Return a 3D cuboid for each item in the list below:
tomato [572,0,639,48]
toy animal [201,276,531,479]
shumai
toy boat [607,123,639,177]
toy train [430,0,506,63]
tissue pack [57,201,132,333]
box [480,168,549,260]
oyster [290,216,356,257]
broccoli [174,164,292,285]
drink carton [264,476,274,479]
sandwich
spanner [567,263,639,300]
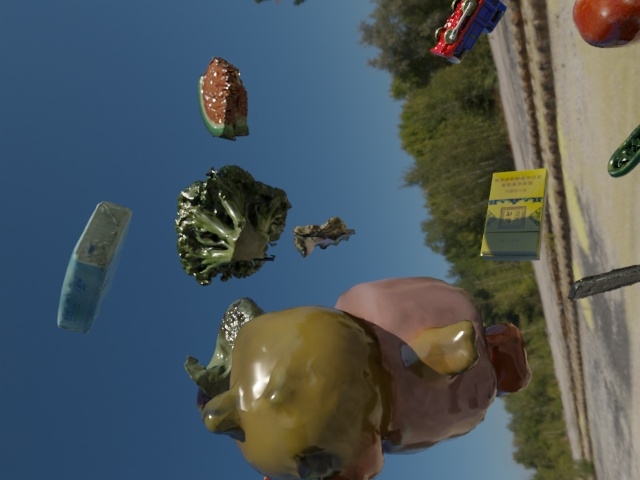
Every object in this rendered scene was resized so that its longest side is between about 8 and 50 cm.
[{"bbox_3d":[0.756,-0.578,1.186,0.232,0.231,0.189,-11,-89,-69],"label":"tomato"},{"bbox_3d":[0.037,0.121,0.425,0.281,0.195,0.169,-14,-116,-33],"label":"toy animal"},{"bbox_3d":[-0.258,0.430,1.575,0.395,0.348,0.395,50,166,17],"label":"shumai"},{"bbox_3d":[0.819,-0.238,1.264,0.210,0.052,0.104,89,-169,-66],"label":"toy boat"},{"bbox_3d":[0.415,-0.604,1.370,0.131,0.204,0.083,22,-161,-28],"label":"toy train"},{"bbox_3d":[-0.502,0.062,1.070,0.089,0.263,0.177,19,-137,-18],"label":"tissue pack"},{"bbox_3d":[0.553,-0.074,1.373,0.041,0.152,0.279,41,-122,-45],"label":"box"},{"bbox_3d":[-0.002,-0.008,1.530,0.259,0.198,0.092,-11,-103,-57],"label":"oyster"},{"bbox_3d":[-0.218,-0.027,1.260,0.303,0.283,0.322,5,-74,-28],"label":"broccoli"},{"bbox_3d":[-0.003,0.486,0.991,0.222,0.071,0.096,40,-147,-19],"label":"drink carton"},{"bbox_3d":[-0.221,-0.333,1.125,0.079,0.159,0.235,3,-153,-33],"label":"sandwich"},{"bbox_3d":[0.520,0.053,0.773,0.026,0.324,0.093,-130,36,-56],"label":"spanner"}]
